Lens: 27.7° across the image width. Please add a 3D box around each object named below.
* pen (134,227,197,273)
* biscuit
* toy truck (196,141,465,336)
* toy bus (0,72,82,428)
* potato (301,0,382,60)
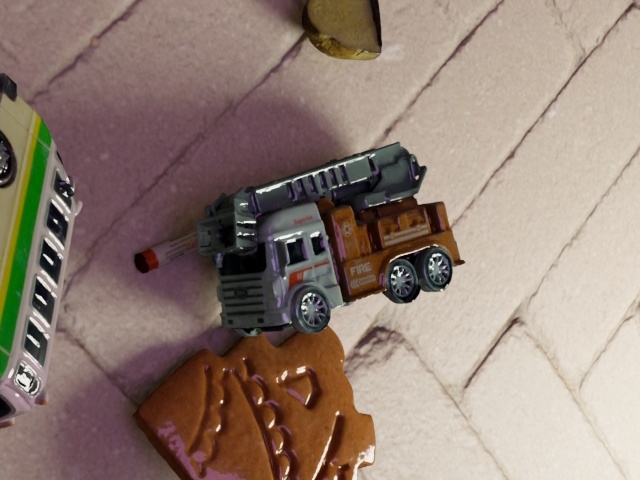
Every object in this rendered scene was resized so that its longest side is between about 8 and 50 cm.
[{"bbox_3d":[-0.117,-0.012,1.490,0.218,0.026,0.026,-25,106,-34],"label":"pen"},{"bbox_3d":[-0.067,0.215,1.477,0.306,0.043,0.284,11,65,-31],"label":"biscuit"},{"bbox_3d":[0.000,0.000,1.499,0.338,0.133,0.185,-15,95,-41],"label":"toy truck"},{"bbox_3d":[-0.324,0.014,1.205,0.179,0.143,0.306,47,35,-45],"label":"toy bus"},{"bbox_3d":[0.015,-0.259,1.562,0.103,0.066,0.096,10,61,-28],"label":"potato"}]
